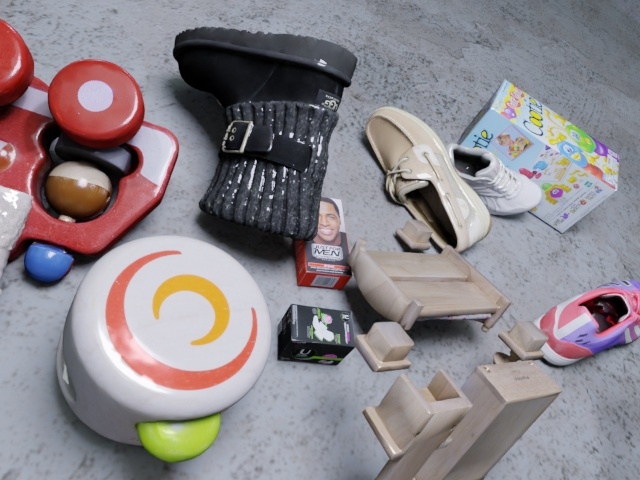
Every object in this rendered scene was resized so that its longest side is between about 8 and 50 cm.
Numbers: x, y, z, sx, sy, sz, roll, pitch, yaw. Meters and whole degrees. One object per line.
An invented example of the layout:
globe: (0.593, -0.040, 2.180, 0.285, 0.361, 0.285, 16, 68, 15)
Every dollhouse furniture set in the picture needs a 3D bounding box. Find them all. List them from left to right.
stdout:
dollhouse furniture set: (0.097, 0.124, 0.640, 0.304, 0.173, 0.355, 5, 32, -36)

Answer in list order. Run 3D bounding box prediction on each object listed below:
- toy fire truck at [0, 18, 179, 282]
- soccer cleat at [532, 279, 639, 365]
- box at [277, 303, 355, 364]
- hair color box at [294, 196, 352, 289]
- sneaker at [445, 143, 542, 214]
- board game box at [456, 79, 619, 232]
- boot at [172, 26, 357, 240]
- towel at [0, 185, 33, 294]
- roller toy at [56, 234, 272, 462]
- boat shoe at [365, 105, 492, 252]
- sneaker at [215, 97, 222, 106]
toy fire truck: (-0.342, -0.089, 0.573, 0.303, 0.169, 0.253, 19, 76, -12)
soccer cleat: (0.490, 0.120, 0.805, 0.319, 0.116, 0.108, -11, 61, -30)
box: (-0.007, 0.121, 0.613, 0.084, 0.062, 0.052, 10, 51, -17)
hair color box: (0.000, 0.000, 0.718, 0.072, 0.043, 0.141, 7, 53, -20)
sneaker: (0.310, -0.112, 0.884, 0.232, 0.115, 0.090, 18, 82, -5)
board game box: (0.431, -0.171, 0.975, 0.275, 0.144, 0.142, 34, 49, 1)
boot: (-0.119, -0.157, 0.697, 0.348, 0.259, 0.131, 23, 12, 40)
towel: (-0.451, 0.004, 0.457, 0.283, 0.049, 0.187, 16, 85, -15)
roller toy: (-0.161, 0.103, 0.502, 0.191, 0.146, 0.209, 40, 43, -5)
boat shoe: (0.168, -0.110, 0.838, 0.098, 0.109, 0.302, -25, 75, -37)
sneaker: (-0.130, -0.294, 0.864, 0.162, 0.063, 0.073, -28, 68, -37)
